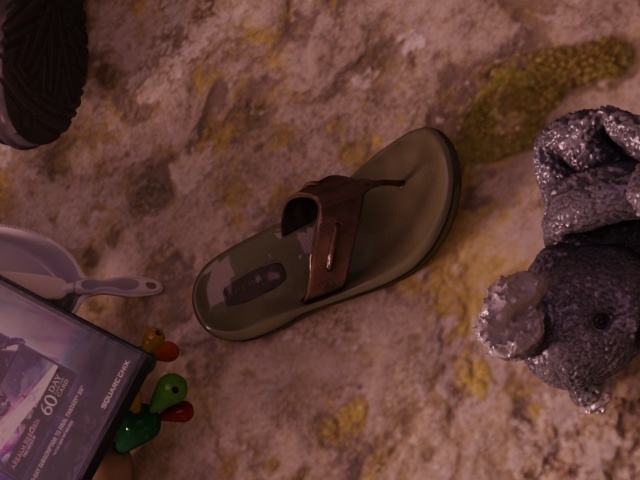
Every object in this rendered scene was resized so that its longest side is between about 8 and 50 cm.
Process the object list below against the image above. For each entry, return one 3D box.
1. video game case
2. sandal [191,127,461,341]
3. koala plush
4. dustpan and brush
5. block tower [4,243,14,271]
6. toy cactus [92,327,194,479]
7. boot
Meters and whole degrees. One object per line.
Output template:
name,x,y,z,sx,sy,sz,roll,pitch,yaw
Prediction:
video game case,-0.309,0.139,1.367,0.274,0.026,0.196,25,83,25
sandal,-0.001,0.002,1.338,0.303,0.086,0.120,-32,60,17
koala plush,0.225,0.023,1.153,0.203,0.196,0.221,25,87,45
dustpan and brush,-0.267,0.050,1.455,0.060,0.211,0.147,123,148,-57
block tower,-0.456,0.088,1.572,0.335,0.091,0.097,-23,63,21
toy cactus,-0.207,0.178,1.407,0.219,0.112,0.180,-6,89,26
boot,-0.485,-0.221,1.656,0.445,0.146,0.367,-12,58,22
